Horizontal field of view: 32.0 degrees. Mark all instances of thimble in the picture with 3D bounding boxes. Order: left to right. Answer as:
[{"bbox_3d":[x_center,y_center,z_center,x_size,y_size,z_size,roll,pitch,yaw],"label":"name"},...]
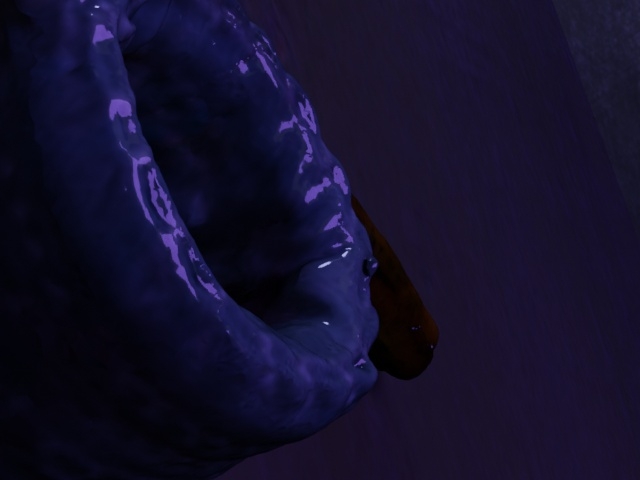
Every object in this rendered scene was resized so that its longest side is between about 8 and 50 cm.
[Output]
[{"bbox_3d":[-0.084,-0.006,0.463,0.235,0.143,0.198,55,26,-20],"label":"thimble"}]

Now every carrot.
[{"bbox_3d":[0.000,0.000,0.728,0.260,0.070,0.070,52,27,-35],"label":"carrot"}]
